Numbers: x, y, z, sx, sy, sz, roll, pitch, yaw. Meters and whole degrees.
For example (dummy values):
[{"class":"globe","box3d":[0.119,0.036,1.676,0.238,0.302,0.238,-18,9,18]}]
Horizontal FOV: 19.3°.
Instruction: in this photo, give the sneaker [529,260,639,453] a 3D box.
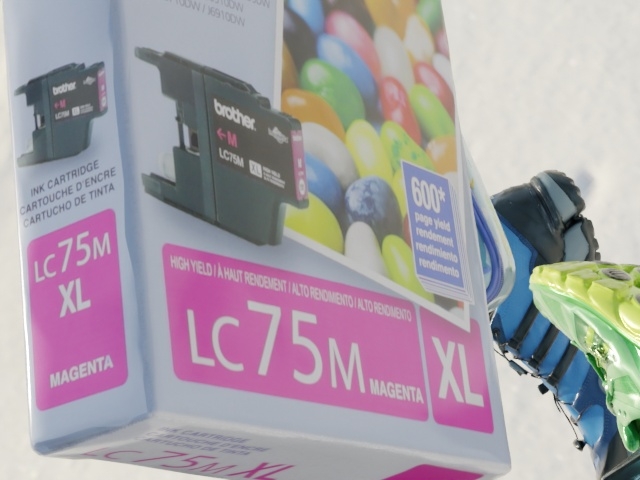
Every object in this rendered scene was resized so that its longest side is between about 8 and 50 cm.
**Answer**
[{"class":"sneaker","box3d":[0.234,0.092,1.387,0.295,0.109,0.123,-138,55,-63]}]

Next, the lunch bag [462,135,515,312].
[{"class":"lunch bag","box3d":[0.000,0.000,1.208,0.219,0.090,0.176,-23,83,13]}]

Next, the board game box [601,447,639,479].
[{"class":"board game box","box3d":[0.201,0.056,0.789,0.126,0.186,0.026,-38,81,26]}]

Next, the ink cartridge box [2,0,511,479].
[{"class":"ink cartridge box","box3d":[-0.026,-0.070,0.660,0.065,0.186,0.311,-23,65,35]}]

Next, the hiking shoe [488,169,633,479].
[{"class":"hiking shoe","box3d":[0.211,0.092,1.740,0.132,0.304,0.113,-17,-2,1]}]
